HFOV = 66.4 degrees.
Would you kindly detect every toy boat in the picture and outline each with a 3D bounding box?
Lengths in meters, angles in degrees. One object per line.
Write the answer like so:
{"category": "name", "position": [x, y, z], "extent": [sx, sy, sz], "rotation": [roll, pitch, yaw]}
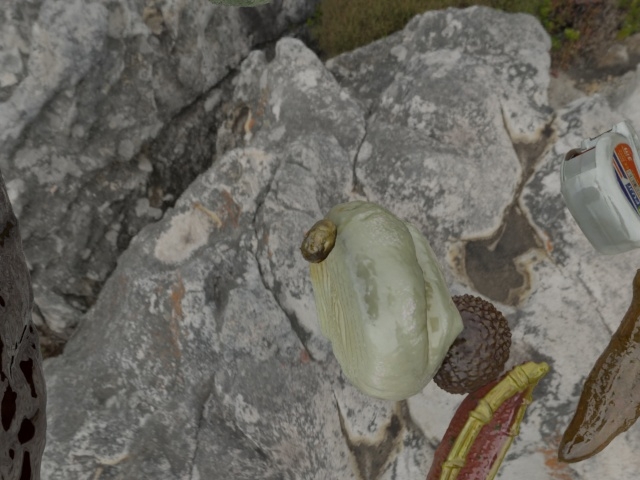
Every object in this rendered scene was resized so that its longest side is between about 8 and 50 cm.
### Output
{"category": "toy boat", "position": [0.202, 0.295, 0.633], "extent": [0.099, 0.141, 0.318], "rotation": [16, 83, 46]}

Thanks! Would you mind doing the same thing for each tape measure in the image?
{"category": "tape measure", "position": [0.639, -0.112, 1.073], "extent": [0.265, 0.130, 0.258], "rotation": [-21, 86, -35]}

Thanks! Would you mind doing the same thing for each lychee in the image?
{"category": "lychee", "position": [0.289, 0.218, 1.022], "extent": [0.238, 0.200, 0.200], "rotation": [-22, 63, -16]}

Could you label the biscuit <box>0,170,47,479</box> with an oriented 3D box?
{"category": "biscuit", "position": [-0.228, 0.041, 0.207], "extent": [0.091, 0.407, 0.408], "rotation": [-10, 62, -13]}

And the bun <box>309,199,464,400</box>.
{"category": "bun", "position": [0.116, 0.101, 0.876], "extent": [0.219, 0.365, 0.365], "rotation": [-14, 62, -13]}

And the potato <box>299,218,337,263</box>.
{"category": "potato", "position": [0.000, 0.000, 0.641], "extent": [0.040, 0.051, 0.083], "rotation": [34, 30, 2]}

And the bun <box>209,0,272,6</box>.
{"category": "bun", "position": [-0.031, -0.295, 0.406], "extent": [0.108, 0.221, 0.221], "rotation": [42, 67, -5]}

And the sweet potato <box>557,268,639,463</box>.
{"category": "sweet potato", "position": [0.493, 0.220, 0.800], "extent": [0.114, 0.092, 0.342], "rotation": [26, 91, -21]}
